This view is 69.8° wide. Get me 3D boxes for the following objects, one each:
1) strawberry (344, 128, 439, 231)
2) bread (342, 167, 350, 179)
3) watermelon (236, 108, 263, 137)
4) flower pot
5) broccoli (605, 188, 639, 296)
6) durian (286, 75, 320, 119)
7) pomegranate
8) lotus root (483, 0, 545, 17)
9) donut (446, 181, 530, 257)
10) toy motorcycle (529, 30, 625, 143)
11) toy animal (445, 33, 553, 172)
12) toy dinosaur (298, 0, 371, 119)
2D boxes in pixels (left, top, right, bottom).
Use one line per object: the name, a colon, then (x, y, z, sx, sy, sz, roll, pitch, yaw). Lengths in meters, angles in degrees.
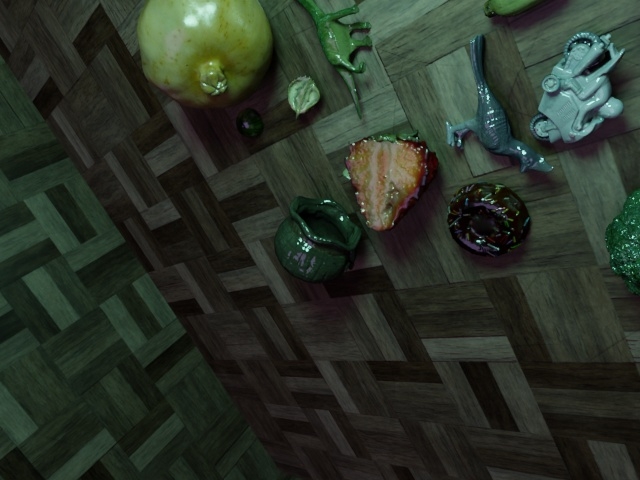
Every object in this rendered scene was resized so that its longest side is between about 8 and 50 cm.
strawberry: (0.228, -0.184, 1.331, 0.253, 0.150, 0.280, -12, 99, 33)
bread: (0.148, -0.210, 1.439, 0.157, 0.083, 0.094, 6, 106, 7)
watermelon: (-0.261, -0.411, 1.637, 0.105, 0.062, 0.105, 19, 134, 22)
flower pot: (0.000, 0.000, 1.580, 0.302, 0.302, 0.213, 36, 124, 12)
broccoli: (0.785, 0.014, 1.006, 0.269, 0.269, 0.254, 17, 134, 29)
durian: (-0.048, -0.446, 1.433, 0.110, 0.071, 0.140, 28, 121, 14)
pomegranate: (-0.328, -0.571, 1.341, 0.412, 0.411, 0.411, 21, 131, 26)
lotus root: (0.429, -0.533, 0.971, 0.183, 0.090, 0.077, -12, 139, 46)
donut: (0.464, -0.050, 1.300, 0.235, 0.089, 0.235, 21, 133, 25)
toy motorcycle: (0.572, -0.313, 1.002, 0.171, 0.110, 0.260, 30, 144, 22)
toy animal: (0.413, -0.302, 1.166, 0.206, 0.081, 0.367, -26, 94, 51)
toy dinosaur: (-0.004, -0.567, 1.300, 0.301, 0.087, 0.447, 10, 119, 33)
